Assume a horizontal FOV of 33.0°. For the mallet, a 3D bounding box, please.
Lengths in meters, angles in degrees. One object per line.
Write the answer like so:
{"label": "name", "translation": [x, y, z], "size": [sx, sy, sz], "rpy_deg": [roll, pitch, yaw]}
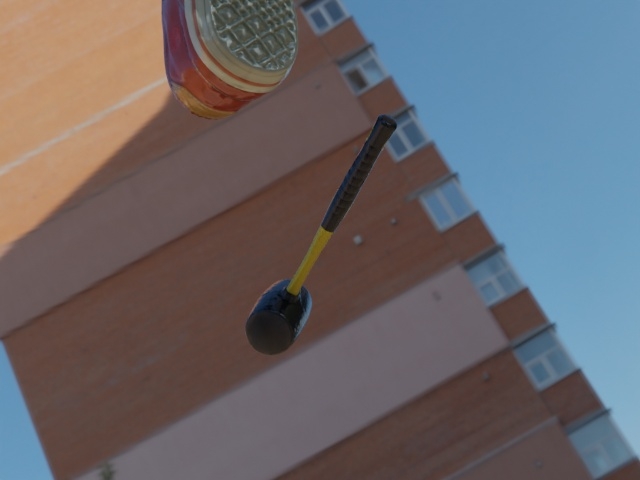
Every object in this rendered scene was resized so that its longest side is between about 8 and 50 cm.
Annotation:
{"label": "mallet", "translation": [0.000, 0.000, 0.735], "size": [0.190, 0.039, 0.062], "rpy_deg": [-61, -2, 33]}

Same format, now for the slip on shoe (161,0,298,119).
{"label": "slip on shoe", "translation": [-0.083, -0.241, 0.892], "size": [0.123, 0.331, 0.101], "rpy_deg": [17, -37, -30]}
